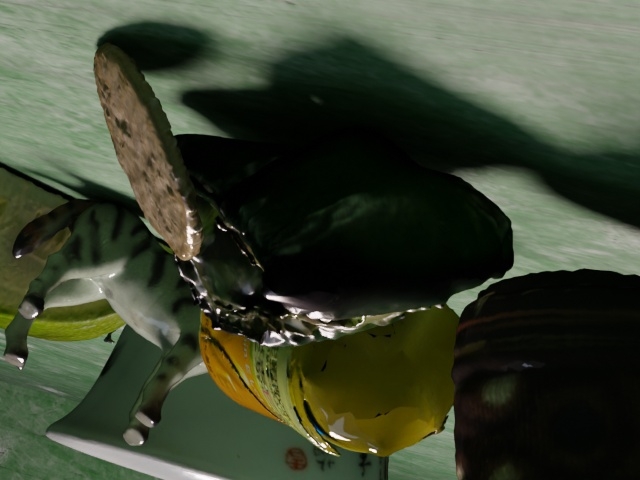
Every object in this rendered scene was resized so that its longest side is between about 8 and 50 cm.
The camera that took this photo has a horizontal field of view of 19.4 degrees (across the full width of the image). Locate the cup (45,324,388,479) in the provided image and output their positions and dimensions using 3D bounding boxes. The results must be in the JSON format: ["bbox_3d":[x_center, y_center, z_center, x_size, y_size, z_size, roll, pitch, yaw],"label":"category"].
[{"bbox_3d":[-0.070,0.160,1.767,0.347,0.163,0.347,16,169,3],"label":"cup"}]

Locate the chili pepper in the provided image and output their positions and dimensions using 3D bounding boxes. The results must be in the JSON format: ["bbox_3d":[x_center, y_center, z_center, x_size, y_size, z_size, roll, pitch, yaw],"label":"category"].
[{"bbox_3d":[-0.002,-0.007,0.996,0.148,0.116,0.264,-3,173,-17],"label":"chili pepper"}]

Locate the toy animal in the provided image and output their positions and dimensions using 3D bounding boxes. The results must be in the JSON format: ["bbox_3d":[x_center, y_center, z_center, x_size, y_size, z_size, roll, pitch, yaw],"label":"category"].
[{"bbox_3d":[-0.110,0.070,1.359,0.255,0.170,0.090,25,141,-15],"label":"toy animal"}]

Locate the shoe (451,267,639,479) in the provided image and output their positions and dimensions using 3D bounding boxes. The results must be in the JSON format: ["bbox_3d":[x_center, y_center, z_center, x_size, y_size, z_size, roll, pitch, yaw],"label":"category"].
[{"bbox_3d":[0.247,0.154,0.959,0.384,0.237,0.171,8,168,-13],"label":"shoe"}]

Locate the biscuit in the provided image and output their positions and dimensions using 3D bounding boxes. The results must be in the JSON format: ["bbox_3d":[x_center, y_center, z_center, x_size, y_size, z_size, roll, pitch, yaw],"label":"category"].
[{"bbox_3d":[-0.088,-0.044,0.945,0.015,0.120,0.120,-23,179,-15],"label":"biscuit"}]

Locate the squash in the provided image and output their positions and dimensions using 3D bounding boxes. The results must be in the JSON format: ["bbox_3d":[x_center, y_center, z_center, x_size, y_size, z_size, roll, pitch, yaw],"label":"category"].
[{"bbox_3d":[-0.235,0.001,1.371,0.203,0.111,0.289,14,167,8],"label":"squash"}]

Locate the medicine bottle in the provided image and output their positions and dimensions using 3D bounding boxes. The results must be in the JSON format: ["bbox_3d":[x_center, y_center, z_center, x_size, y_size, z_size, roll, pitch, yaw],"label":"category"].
[{"bbox_3d":[0.005,0.070,1.217,0.124,0.124,0.239,21,177,-19],"label":"medicine bottle"}]
